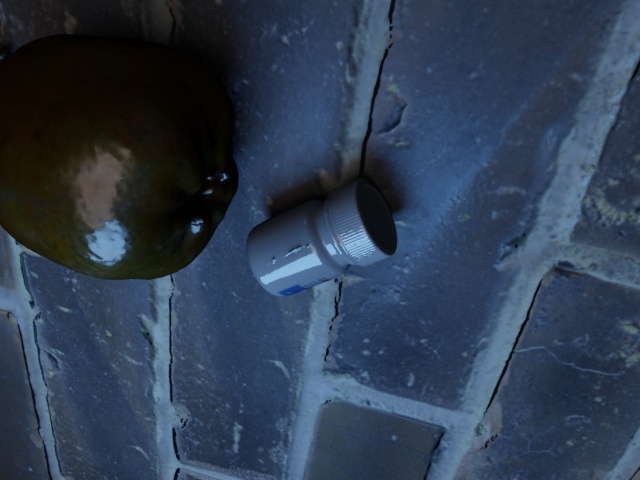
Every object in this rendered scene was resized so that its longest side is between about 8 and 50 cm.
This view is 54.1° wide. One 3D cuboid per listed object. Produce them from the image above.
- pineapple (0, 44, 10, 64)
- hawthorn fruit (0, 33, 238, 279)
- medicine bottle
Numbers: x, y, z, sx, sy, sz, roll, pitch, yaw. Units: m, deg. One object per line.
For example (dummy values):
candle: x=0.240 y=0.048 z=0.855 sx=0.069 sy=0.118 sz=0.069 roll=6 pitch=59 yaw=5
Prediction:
pineapple: x=-0.495 y=-0.256 z=0.737 sx=0.248 sy=0.128 sz=0.128 roll=32 pitch=126 yaw=-14
hawthorn fruit: x=-0.248 y=-0.100 z=0.695 sx=0.301 sy=0.267 sz=0.267 roll=18 pitch=126 yaw=7
medicine bottle: x=0.000 y=0.000 z=0.782 sx=0.168 sy=0.105 sz=0.105 roll=-23 pitch=115 yaw=27
